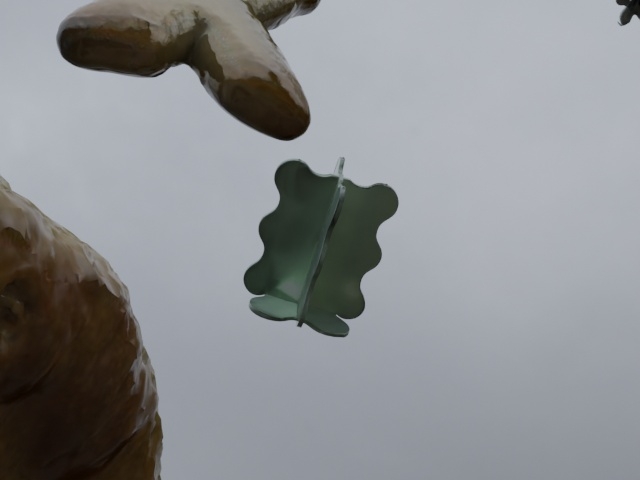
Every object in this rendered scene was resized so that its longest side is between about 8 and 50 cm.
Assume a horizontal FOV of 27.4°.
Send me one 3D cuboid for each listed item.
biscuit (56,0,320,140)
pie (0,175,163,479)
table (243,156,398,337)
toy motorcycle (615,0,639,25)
[{"bbox_3d":[-0.075,-0.151,0.850,0.164,0.208,0.047,21,-56,-13],"label":"biscuit"},{"bbox_3d":[-0.164,0.116,0.313,0.083,0.339,0.339,30,-10,32],"label":"pie"},{"bbox_3d":[0.000,0.000,1.697,0.166,0.166,0.198,9,-68,-21],"label":"table"},{"bbox_3d":[0.386,-0.211,1.367,0.102,0.221,0.150,-31,-57,9],"label":"toy motorcycle"}]
